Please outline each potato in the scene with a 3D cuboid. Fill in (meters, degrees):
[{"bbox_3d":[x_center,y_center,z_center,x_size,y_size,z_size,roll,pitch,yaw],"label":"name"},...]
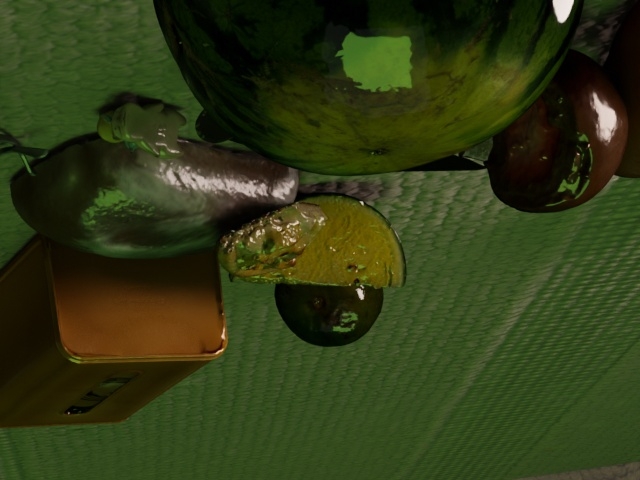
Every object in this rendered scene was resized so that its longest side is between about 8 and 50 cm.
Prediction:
[{"bbox_3d":[0.178,-0.088,1.741,0.093,0.036,0.037,13,-165,-11],"label":"potato"}]

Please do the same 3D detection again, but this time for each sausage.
[{"bbox_3d":[0.279,-0.126,1.572,0.083,0.089,0.300,-3,162,0],"label":"sausage"}]

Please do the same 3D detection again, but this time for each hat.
[{"bbox_3d":[-0.051,-0.120,1.478,0.121,0.050,0.121,-16,169,-3],"label":"hat"}]

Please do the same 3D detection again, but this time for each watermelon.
[{"bbox_3d":[0.002,-0.008,1.809,0.182,0.092,0.075,5,146,-16],"label":"watermelon"},{"bbox_3d":[0.024,-0.163,1.058,0.269,0.269,0.269,-9,163,-3],"label":"watermelon"}]

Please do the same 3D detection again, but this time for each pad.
[{"bbox_3d":[0.102,-0.105,1.595,0.323,0.055,0.250,-20,164,24],"label":"pad"}]

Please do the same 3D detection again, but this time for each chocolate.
[{"bbox_3d":[0.194,-0.095,1.494,0.124,0.127,0.133,33,150,3],"label":"chocolate"},{"bbox_3d":[-0.145,-0.026,1.679,0.254,0.080,0.157,6,156,-43],"label":"chocolate"}]

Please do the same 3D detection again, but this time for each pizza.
[{"bbox_3d":[-0.043,0.003,1.700,0.099,0.035,0.160,-32,168,12],"label":"pizza"}]

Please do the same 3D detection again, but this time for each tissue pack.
[{"bbox_3d":[-0.238,0.096,1.923,0.194,0.145,0.274,-2,162,-29],"label":"tissue pack"}]

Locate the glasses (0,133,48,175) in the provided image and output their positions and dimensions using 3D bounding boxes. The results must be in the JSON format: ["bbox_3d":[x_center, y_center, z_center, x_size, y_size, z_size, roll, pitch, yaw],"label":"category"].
[{"bbox_3d":[-0.289,-0.072,1.552,0.104,0.062,0.140,-25,173,-32],"label":"glasses"}]

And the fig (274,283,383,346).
[{"bbox_3d":[0.019,0.066,2.041,0.117,0.117,0.177,-13,173,12],"label":"fig"}]

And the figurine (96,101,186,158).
[{"bbox_3d":[-0.155,-0.091,1.537,0.051,0.047,0.083,-9,162,36],"label":"figurine"}]
